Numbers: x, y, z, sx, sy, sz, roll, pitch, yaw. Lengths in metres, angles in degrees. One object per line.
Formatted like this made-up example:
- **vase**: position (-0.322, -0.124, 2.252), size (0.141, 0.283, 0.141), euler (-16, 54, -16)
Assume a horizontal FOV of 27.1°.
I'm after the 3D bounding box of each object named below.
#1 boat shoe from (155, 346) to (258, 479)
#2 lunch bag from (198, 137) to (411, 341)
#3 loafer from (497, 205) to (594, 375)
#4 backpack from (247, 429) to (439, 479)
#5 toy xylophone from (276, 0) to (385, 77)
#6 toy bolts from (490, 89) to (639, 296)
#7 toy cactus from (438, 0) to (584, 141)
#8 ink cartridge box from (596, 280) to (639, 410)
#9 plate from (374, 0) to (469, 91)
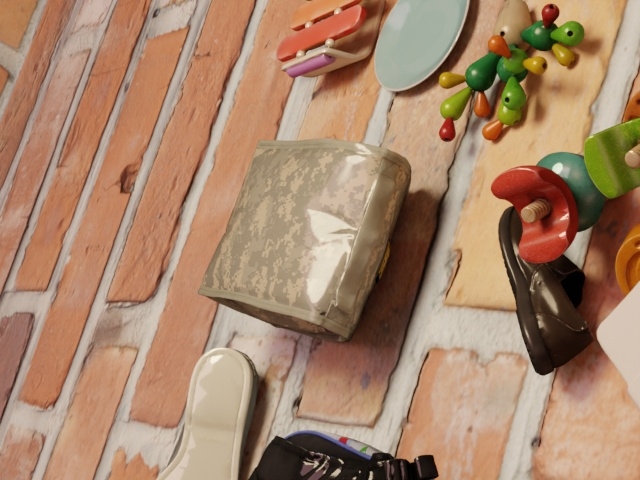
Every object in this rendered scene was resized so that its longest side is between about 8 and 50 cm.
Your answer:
- **boat shoe**: position (-0.153, 0.303, 1.795), size (0.099, 0.116, 0.320), euler (39, -115, -79)
- **lunch bag**: position (0.000, 0.000, 1.687), size (0.287, 0.169, 0.235), euler (7, 74, 62)
- **loafer**: position (0.242, 0.047, 1.404), size (0.078, 0.080, 0.220), euler (-16, 47, 10)
- **backpack**: position (0.025, 0.326, 1.384), size (0.263, 0.213, 0.277), euler (26, 84, 50)
- **toy xylophone**: position (0.019, -0.374, 2.003), size (0.236, 0.081, 0.323), euler (-23, 50, 48)
- **toy bolts**: position (0.315, -0.041, 1.332), size (0.228, 0.158, 0.218), euler (-12, 102, 46)
- **toy cactus**: position (0.221, -0.225, 1.601), size (0.219, 0.112, 0.181), euler (-44, 26, 43)
- **ink cartridge box**: position (0.391, 0.133, 1.066), size (0.207, 0.119, 0.353), euler (-52, 35, 21)
- **plate**: position (0.143, -0.285, 1.813), size (0.188, 0.024, 0.188), euler (-33, 44, 39)
